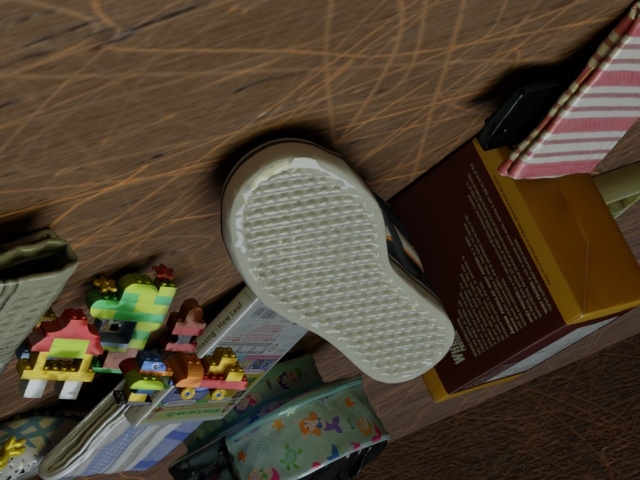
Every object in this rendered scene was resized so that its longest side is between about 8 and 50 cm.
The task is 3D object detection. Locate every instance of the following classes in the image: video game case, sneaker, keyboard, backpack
[{"bbox_3d":[-0.093,0.123,1.470,0.193,0.023,0.212,-46,162,12],"label":"video game case"},{"bbox_3d":[0.000,0.000,1.139,0.126,0.127,0.321,-32,140,5],"label":"sneaker"},{"bbox_3d":[-0.353,0.242,1.450,0.237,0.086,0.085,-16,161,-35],"label":"sneaker"},{"bbox_3d":[0.192,-0.118,1.198,0.192,0.038,0.100,-15,148,-47],"label":"keyboard"},{"bbox_3d":[-0.047,0.255,1.778,0.253,0.191,0.225,-27,170,38],"label":"backpack"}]

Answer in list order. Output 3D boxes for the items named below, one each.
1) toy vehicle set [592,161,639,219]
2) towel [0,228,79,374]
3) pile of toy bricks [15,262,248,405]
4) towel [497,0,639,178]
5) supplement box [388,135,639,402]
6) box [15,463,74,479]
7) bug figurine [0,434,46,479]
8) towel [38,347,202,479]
[{"bbox_3d":[0.249,-0.010,1.639,0.267,0.035,0.166,-18,164,-25],"label":"toy vehicle set"},{"bbox_3d":[-0.354,0.083,0.991,0.312,0.056,0.324,-12,163,-32],"label":"towel"},{"bbox_3d":[-0.157,0.067,1.169,0.212,0.118,0.105,6,120,-35],"label":"pile of toy bricks"},{"bbox_3d":[0.246,-0.129,1.181,0.144,0.029,0.197,-7,141,-52],"label":"towel"},{"bbox_3d":[0.169,0.021,1.311,0.129,0.191,0.194,-9,158,-47],"label":"supplement box"},{"bbox_3d":[-0.321,0.260,1.655,0.145,0.038,0.186,-29,164,17],"label":"box"},{"bbox_3d":[-0.389,0.246,1.273,0.279,0.072,0.216,2,149,-18],"label":"bug figurine"},{"bbox_3d":[-0.185,0.197,1.559,0.209,0.034,0.285,-44,164,5],"label":"towel"}]
